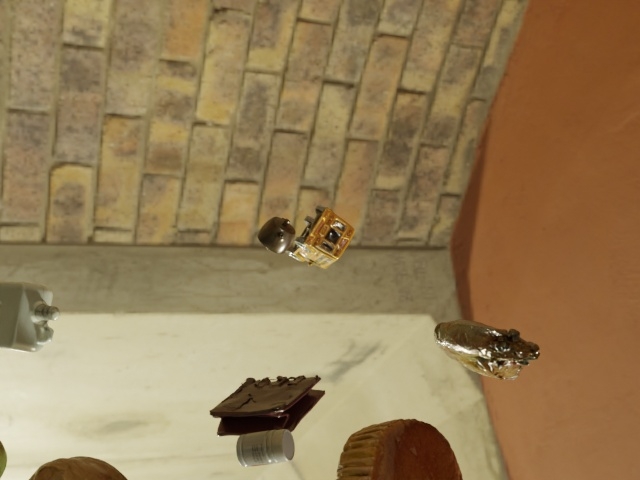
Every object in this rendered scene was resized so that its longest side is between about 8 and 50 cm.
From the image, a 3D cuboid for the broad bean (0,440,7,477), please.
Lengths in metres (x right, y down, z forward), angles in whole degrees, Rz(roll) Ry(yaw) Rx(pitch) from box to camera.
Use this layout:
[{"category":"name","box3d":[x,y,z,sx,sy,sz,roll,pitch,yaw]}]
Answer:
[{"category":"broad bean","box3d":[-0.426,0.291,0.917,0.124,0.082,0.174,-30,-152,16]}]

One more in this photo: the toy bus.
[{"category":"toy bus","box3d":[0.000,0.000,1.208,0.070,0.074,0.162,-59,-176,-11]}]

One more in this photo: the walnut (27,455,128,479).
[{"category":"walnut","box3d":[-0.324,0.391,1.096,0.207,0.167,0.167,42,-47,24]}]

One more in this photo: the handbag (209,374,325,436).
[{"category":"handbag","box3d":[-0.118,0.370,1.786,0.203,0.216,0.074,-8,-80,26]}]

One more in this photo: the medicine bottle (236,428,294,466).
[{"category":"medicine bottle","box3d":[-0.098,0.369,1.415,0.058,0.091,0.058,-13,90,-71]}]

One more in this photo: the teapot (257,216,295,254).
[{"category":"teapot","box3d":[-0.089,-0.021,1.739,0.068,0.076,0.121,-53,-169,19]}]

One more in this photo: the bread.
[{"category":"bread","box3d":[0.110,0.339,1.061,0.104,0.199,0.199,-30,-119,48]}]

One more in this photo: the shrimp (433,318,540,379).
[{"category":"shrimp","box3d":[0.289,0.189,1.341,0.062,0.154,0.294,-53,-172,-13]}]

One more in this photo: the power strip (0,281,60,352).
[{"category":"power strip","box3d":[-0.508,0.110,1.185,0.338,0.058,0.098,-1,-105,33]}]
